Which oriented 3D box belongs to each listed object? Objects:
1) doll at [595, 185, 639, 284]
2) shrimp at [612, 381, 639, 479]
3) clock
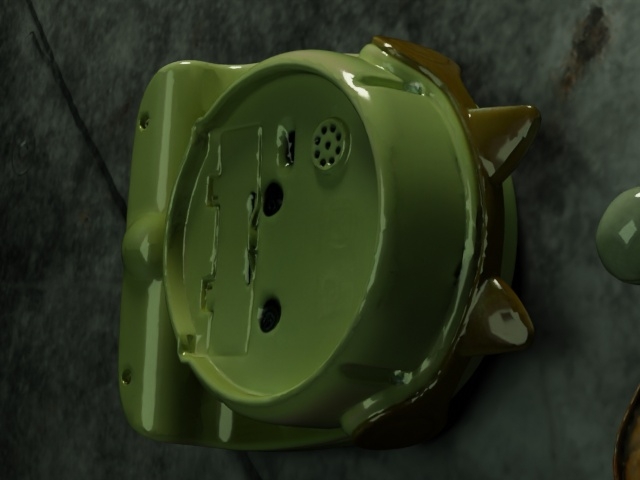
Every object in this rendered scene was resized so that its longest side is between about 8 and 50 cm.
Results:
[{"bbox_3d":[0.248,-0.055,0.666,0.275,0.113,0.155,-51,34,-4],"label":"doll"},{"bbox_3d":[0.258,0.104,0.674,0.289,0.075,0.178,4,82,63],"label":"shrimp"},{"bbox_3d":[0.000,0.000,0.953,0.348,0.117,0.286,-7,77,49],"label":"clock"}]
